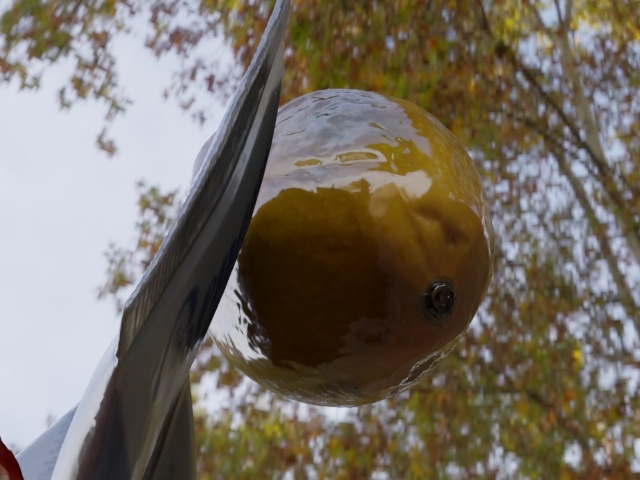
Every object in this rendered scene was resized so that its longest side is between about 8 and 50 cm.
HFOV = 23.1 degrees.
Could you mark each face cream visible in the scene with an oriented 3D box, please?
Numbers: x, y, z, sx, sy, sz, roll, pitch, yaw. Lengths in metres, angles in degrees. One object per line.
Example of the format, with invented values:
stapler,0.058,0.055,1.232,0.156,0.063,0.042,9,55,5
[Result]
face cream,-0.100,0.084,0.808,0.137,0.234,0.420,22,-45,1

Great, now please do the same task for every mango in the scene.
mango,-0.001,0.004,0.946,0.144,0.359,0.187,4,-91,-19

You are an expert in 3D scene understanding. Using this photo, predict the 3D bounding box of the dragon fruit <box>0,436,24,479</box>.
dragon fruit,-0.192,0.160,0.619,0.205,0.210,0.268,-39,-109,-10
